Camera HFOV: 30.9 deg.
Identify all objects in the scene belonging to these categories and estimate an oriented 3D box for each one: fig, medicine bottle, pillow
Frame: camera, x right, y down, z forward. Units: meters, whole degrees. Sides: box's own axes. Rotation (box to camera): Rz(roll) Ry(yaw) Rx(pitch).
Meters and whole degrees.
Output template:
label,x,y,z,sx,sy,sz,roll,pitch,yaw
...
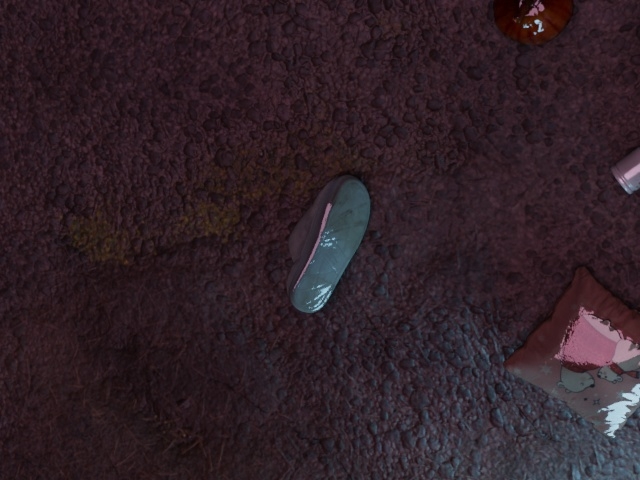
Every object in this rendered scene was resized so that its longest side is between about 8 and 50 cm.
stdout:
label,x,y,z,sx,sy,sz,roll,pitch,yaw
fig,0.327,-0.374,1.847,0.128,0.150,0.128,3,94,53
medicine bottle,0.520,-0.121,1.870,0.089,0.057,0.057,-38,88,18
pillow,0.460,0.190,1.926,0.236,0.084,0.223,34,105,5

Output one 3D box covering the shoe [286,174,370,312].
label,x,y,z,sx,sy,sz,roll,pitch,yaw
shoe,0.000,0.000,2.025,0.100,0.103,0.251,25,93,55
